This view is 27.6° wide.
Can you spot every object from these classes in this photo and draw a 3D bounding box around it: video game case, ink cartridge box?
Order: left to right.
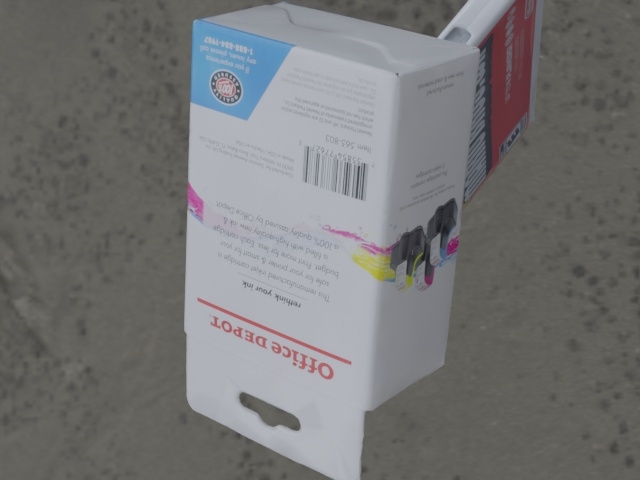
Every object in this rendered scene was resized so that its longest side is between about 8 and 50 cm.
[{"bbox_3d":[0.000,0.000,0.554,0.104,0.061,0.181,21,118,33],"label":"ink cartridge box"},{"bbox_3d":[0.058,-0.035,0.861,0.025,0.204,0.285,33,72,20],"label":"video game case"}]
